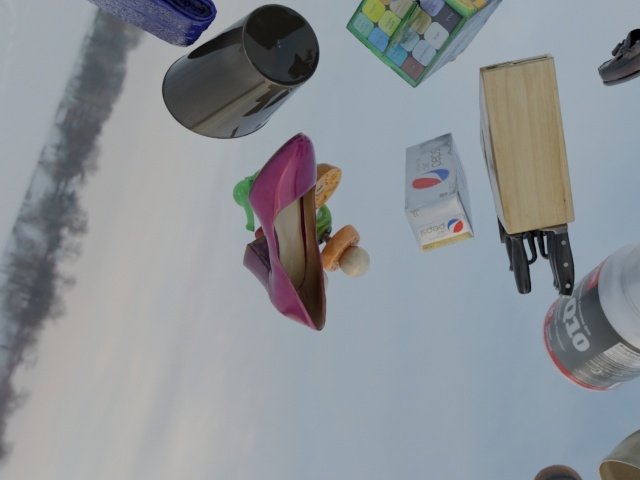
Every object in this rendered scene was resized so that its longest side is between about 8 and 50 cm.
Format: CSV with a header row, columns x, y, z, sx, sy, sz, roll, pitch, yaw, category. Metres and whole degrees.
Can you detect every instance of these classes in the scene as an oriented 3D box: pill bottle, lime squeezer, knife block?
x,y,z,sx,sy,sz,roll,pitch,yaw,category
0.435,0.098,1.382,0.283,0.161,0.161,117,-13,-63,pill bottle
-0.106,-0.108,1.984,0.310,0.109,0.059,-44,127,-52,lime squeezer
0.267,-0.063,1.249,0.276,0.088,0.242,71,8,-65,knife block

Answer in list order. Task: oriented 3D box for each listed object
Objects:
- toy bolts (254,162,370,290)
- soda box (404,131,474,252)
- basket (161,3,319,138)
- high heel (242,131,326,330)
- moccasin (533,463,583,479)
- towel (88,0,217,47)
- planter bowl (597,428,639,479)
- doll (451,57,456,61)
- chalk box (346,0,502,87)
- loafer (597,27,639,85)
x,y,z,sx,sy,sz,roll,pitch,yaw,category
0.000,0.000,1.817,0.228,0.158,0.218,-35,155,-38,toy bolts
0.157,-0.068,1.338,0.073,0.069,0.216,-18,-157,14,soda box
-0.108,-0.261,1.532,0.227,0.204,0.154,-21,-102,58,basket
-0.022,-0.008,1.583,0.127,0.181,0.377,-38,160,-27,high heel
0.430,0.538,1.672,0.139,0.380,0.147,-18,-162,14,moccasin
-0.262,-0.371,1.447,0.076,0.227,0.308,-63,-167,-2,towel
0.416,0.267,1.132,0.109,0.162,0.162,-45,-171,-19,planter bowl
0.160,-0.323,1.612,0.189,0.129,0.046,-134,-138,-62,doll
0.133,-0.304,1.319,0.213,0.132,0.132,-40,171,-49,chalk box
0.645,-0.390,1.927,0.109,0.095,0.302,-43,-169,-26,loafer
